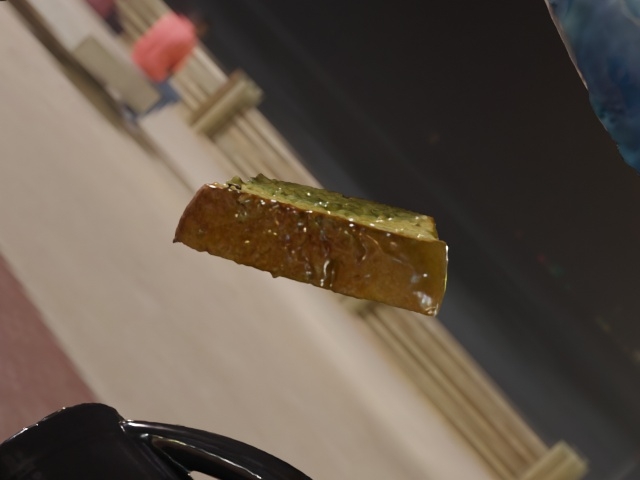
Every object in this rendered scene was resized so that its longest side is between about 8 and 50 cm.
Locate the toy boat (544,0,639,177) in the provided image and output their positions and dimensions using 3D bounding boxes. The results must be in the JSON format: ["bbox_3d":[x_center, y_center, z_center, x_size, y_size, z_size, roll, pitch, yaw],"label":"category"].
[{"bbox_3d":[0.215,-0.140,0.989,0.215,0.123,0.330,45,26,-24],"label":"toy boat"}]

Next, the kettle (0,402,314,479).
[{"bbox_3d":[-0.093,0.248,1.117,0.290,0.268,0.207,42,-2,21],"label":"kettle"}]

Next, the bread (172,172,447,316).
[{"bbox_3d":[0.000,0.000,1.224,0.187,0.065,0.103,14,12,12],"label":"bread"}]
